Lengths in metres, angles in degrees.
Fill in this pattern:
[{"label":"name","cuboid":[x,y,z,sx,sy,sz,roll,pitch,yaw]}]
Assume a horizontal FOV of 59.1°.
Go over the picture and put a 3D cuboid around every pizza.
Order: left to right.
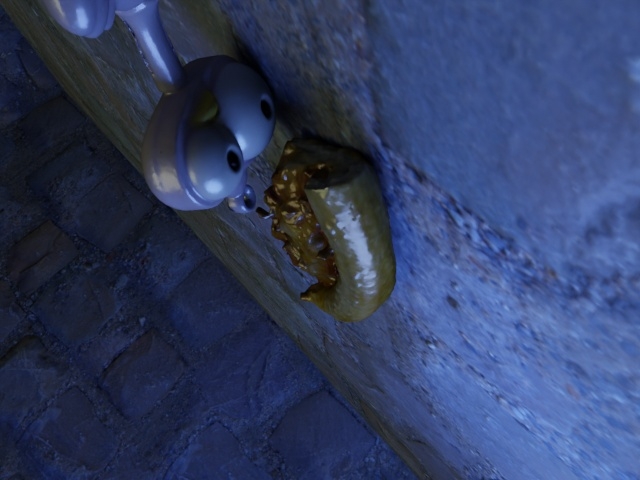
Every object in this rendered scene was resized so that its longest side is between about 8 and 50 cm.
[{"label":"pizza","cuboid":[0.000,0.000,0.578,0.182,0.074,0.365,48,166,7]}]

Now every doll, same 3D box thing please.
[{"label":"doll","cuboid":[-0.117,-0.148,0.418,0.094,0.160,0.365,-3,141,17]}]
